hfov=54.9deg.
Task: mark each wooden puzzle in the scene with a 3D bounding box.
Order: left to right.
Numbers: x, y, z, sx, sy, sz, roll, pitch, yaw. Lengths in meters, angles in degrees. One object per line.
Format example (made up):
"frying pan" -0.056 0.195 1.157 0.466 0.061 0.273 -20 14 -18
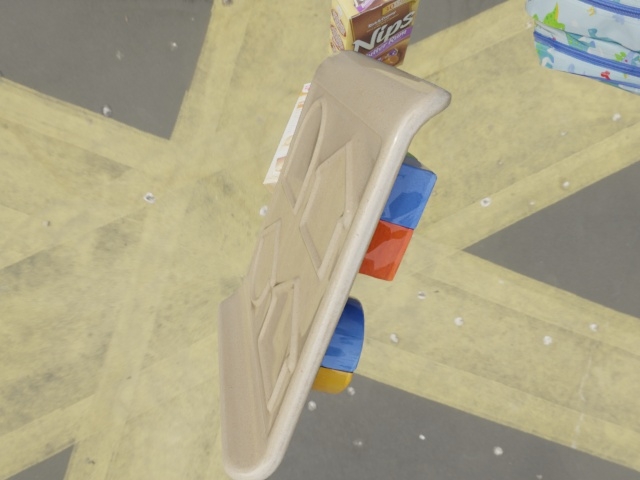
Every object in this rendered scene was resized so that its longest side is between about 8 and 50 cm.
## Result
"wooden puzzle" 0.000 0.000 0.594 0.081 0.322 0.347 20 107 -18

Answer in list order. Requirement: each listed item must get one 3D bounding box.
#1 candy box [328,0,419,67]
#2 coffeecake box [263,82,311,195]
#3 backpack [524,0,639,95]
"candy box" 0.070 -0.291 0.857 0.109 0.186 0.053 -26 75 -7
"coffeecake box" 0.010 -0.111 0.864 0.068 0.142 0.185 -3 54 33
"backpack" 0.397 -0.278 0.663 0.356 0.273 0.290 35 64 22
